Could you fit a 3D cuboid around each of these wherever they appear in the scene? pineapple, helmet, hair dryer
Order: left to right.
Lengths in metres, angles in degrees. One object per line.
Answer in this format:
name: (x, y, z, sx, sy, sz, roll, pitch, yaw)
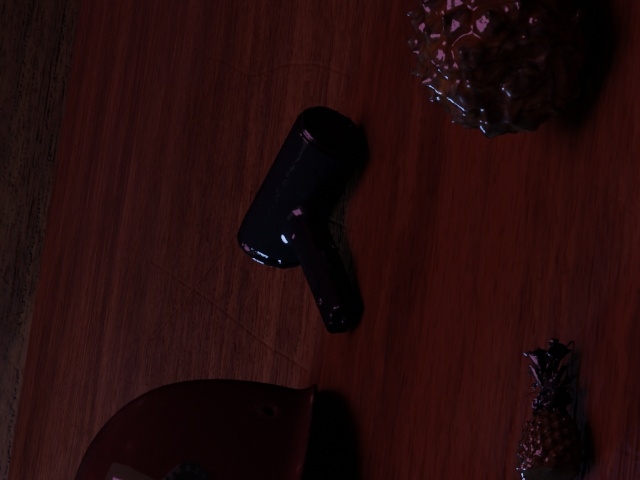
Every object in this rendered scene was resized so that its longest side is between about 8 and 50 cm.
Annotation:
helmet: (-0.158, 0.296, 2.048, 0.385, 0.230, 0.337, 121, 164, -60)
hair dryer: (0.000, 0.000, 2.100, 0.197, 0.089, 0.251, -61, 35, 37)
pineapple: (0.152, -0.185, 1.636, 0.193, 0.166, 0.166, -109, 35, -54)
pineapple: (0.183, 0.133, 1.519, 0.058, 0.058, 0.124, 130, 146, -55)

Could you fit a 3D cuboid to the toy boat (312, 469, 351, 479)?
toy boat: (-0.005, 0.305, 1.952, 0.060, 0.055, 0.141, 49, 130, 36)
